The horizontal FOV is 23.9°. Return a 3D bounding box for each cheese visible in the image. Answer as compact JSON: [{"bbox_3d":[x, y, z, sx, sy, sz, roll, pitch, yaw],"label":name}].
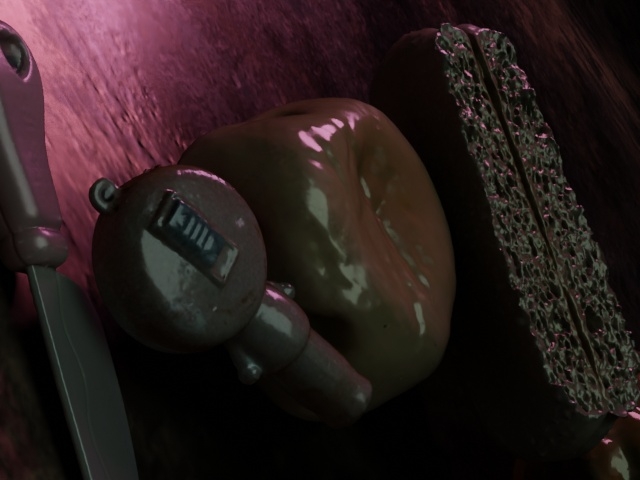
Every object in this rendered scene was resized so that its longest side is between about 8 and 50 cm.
[{"bbox_3d":[0.000,0.000,1.007,0.218,0.117,0.235,33,42,-46],"label":"cheese"}]

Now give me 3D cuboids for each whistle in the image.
[{"bbox_3d":[-0.050,0.036,0.871,0.220,0.057,0.107,44,51,-27],"label":"whistle"}]

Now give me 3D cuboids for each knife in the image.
[{"bbox_3d":[-0.141,0.041,0.809,0.081,0.043,0.336,5,68,-72],"label":"knife"}]

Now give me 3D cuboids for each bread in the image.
[{"bbox_3d":[0.106,0.011,1.129,0.102,0.183,0.337,-1,67,-44],"label":"bread"}]

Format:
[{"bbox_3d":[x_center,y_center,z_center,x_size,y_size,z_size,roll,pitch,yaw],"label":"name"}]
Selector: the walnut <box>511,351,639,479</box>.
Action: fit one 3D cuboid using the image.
[{"bbox_3d":[0.262,0.218,1.178,0.283,0.227,0.283,58,10,-17],"label":"walnut"}]
